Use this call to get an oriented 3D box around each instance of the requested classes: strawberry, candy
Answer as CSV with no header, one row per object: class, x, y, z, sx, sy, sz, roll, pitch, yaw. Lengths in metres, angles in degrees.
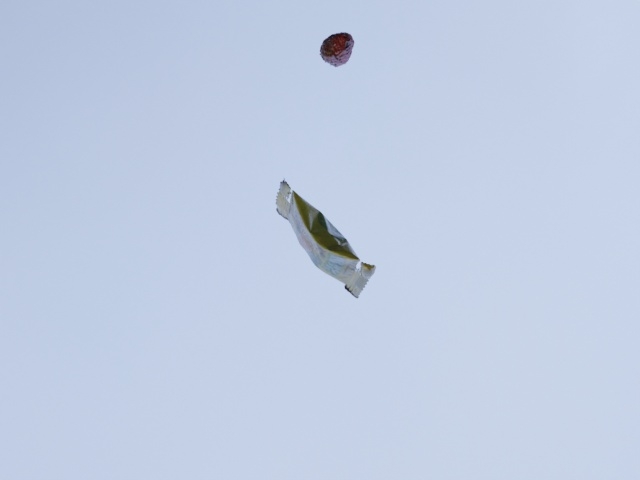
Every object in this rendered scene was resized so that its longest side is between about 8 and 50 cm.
strawberry,0.043,-0.486,1.522,0.096,0.083,0.083,-26,-135,35
candy,0.000,0.000,1.378,0.297,0.187,0.081,44,-111,10
